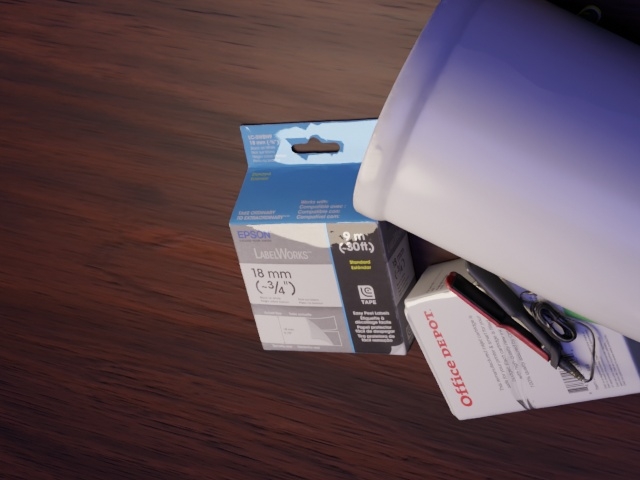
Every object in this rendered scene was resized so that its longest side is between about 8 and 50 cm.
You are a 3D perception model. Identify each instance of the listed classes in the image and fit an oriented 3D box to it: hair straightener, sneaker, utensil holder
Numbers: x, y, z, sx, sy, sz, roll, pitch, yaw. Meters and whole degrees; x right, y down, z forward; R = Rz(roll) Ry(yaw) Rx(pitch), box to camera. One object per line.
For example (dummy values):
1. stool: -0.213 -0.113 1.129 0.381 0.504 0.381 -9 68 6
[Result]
1. hair straightener: 0.275 0.098 1.569 0.230 0.047 0.089 42 125 2
2. sneaker: 0.312 -0.259 1.497 0.031 0.035 0.083 42 128 -2
3. utensil holder: 0.282 -0.095 1.414 0.385 0.327 0.327 27 127 9

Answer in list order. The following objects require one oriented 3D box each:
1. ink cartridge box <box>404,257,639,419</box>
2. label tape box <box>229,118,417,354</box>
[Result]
1. ink cartridge box: 0.293 0.117 1.677 0.289 0.121 0.211 -14 111 31
2. label tape box: 0.000 0.000 1.758 0.240 0.106 0.334 -1 118 25
